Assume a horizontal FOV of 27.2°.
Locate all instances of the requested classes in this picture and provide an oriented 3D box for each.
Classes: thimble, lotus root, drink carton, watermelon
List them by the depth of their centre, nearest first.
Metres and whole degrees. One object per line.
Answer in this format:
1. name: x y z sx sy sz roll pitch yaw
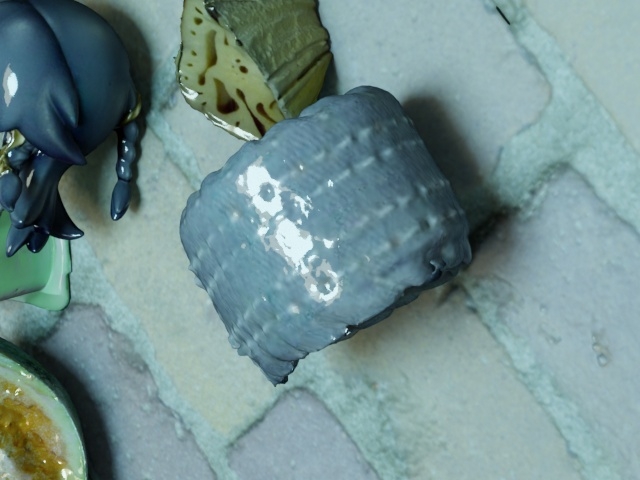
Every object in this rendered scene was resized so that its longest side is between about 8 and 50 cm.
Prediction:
1. thimble: 0.000 0.000 1.070 0.236 0.205 0.172 -34 80 37
2. lotus root: -0.059 -0.157 1.131 0.095 0.135 0.159 -11 107 40
3. drink carton: -0.367 0.012 1.404 0.146 0.142 0.144 10 106 38
4. watermelon: -0.323 0.249 1.439 0.175 0.188 0.321 13 103 -1

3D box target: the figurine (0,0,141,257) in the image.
1. figurine: -0.274 -0.106 1.272 0.175 0.197 0.265 36 138 24
